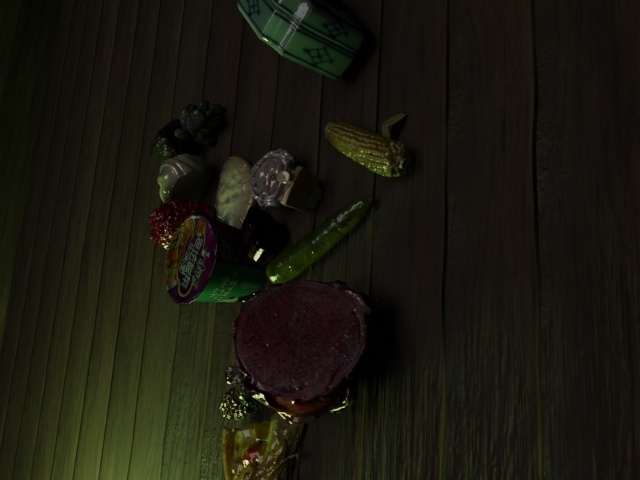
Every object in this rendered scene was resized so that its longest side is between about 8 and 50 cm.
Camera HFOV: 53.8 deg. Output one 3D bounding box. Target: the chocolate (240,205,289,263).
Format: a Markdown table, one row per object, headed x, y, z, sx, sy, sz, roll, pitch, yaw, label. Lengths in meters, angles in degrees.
| x | y | z | sx | sy | sz | roll | pitch | yaw | label |
| --- | --- | --- | --- | --- | --- | --- | --- | --- | --- |
| -0.151 | -0.007 | 1.636 | 0.080 | 0.125 | 0.148 | -45 | 58 | 34 | chocolate |

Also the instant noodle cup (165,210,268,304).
| x | y | z | sx | sy | sz | roll | pitch | yaw | label |
| --- | --- | --- | --- | --- | --- | --- | --- | --- | --- |
| -0.273 | 0.062 | 1.699 | 0.251 | 0.190 | 0.251 | -17 | 66 | 44 | instant noodle cup |

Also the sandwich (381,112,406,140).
| x | y | z | sx | sy | sz | roll | pitch | yaw | label |
| --- | --- | --- | --- | --- | --- | --- | --- | --- | --- |
| 0.160 | -0.257 | 1.437 | 0.031 | 0.044 | 0.083 | 36 | 108 | 42 | sandwich |

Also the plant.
| x | y | z | sx | sy | sz | roll | pitch | yaw | label |
| --- | --- | --- | --- | --- | --- | --- | --- | --- | --- |
| -0.423 | -0.335 | 2.011 | 0.275 | 0.149 | 0.146 | -36 | 17 | 30 | plant |

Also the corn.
| x | y | z | sx | sy | sz | roll | pitch | yaw | label |
| --- | --- | --- | --- | --- | --- | --- | --- | --- | --- |
| 0.106 | -0.215 | 1.455 | 0.288 | 0.087 | 0.086 | 37 | 106 | 49 | corn |

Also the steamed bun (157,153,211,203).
| x | y | z | sx | sy | sz | roll | pitch | yaw | label |
| --- | --- | --- | --- | --- | --- | --- | --- | --- | --- |
| -0.430 | -0.196 | 1.959 | 0.183 | 0.183 | 0.106 | -49 | 68 | 26 | steamed bun |

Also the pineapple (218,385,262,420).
| x | y | z | sx | sy | sz | roll | pitch | yaw | label |
| --- | --- | --- | --- | --- | --- | --- | --- | --- | --- |
| -0.176 | 0.392 | 1.576 | 0.221 | 0.103 | 0.083 | -32 | 78 | 41 | pineapple |

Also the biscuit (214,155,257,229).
| x | y | z | sx | sy | sz | roll | pitch | yaw | label |
| --- | --- | --- | --- | --- | --- | --- | --- | --- | --- |
| -0.250 | -0.133 | 1.847 | 0.188 | 0.040 | 0.265 | -34 | 56 | 33 | biscuit |

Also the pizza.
| x | y | z | sx | sy | sz | roll | pitch | yaw | label |
| --- | --- | --- | --- | --- | --- | --- | --- | --- | --- |
| -0.139 | 0.488 | 1.502 | 0.287 | 0.075 | 0.280 | -54 | 38 | 14 | pizza |

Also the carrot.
| x | y | z | sx | sy | sz | roll | pitch | yaw | label |
| --- | --- | --- | --- | --- | --- | --- | --- | --- | --- |
| 0.000 | 0.000 | 1.519 | 0.358 | 0.074 | 0.074 | -37 | 54 | 31 | carrot |

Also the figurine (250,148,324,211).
| x | y | z | sx | sy | sz | roll | pitch | yaw | label |
| --- | --- | --- | --- | --- | --- | --- | --- | --- | --- |
| -0.108 | -0.153 | 1.621 | 0.237 | 0.141 | 0.162 | 31 | 97 | 47 | figurine |

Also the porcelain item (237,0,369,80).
| x | y | z | sx | sy | sz | roll | pitch | yaw | label |
| --- | --- | --- | --- | --- | --- | --- | --- | --- | --- |
| -0.039 | -0.551 | 1.561 | 0.157 | 0.281 | 0.285 | -53 | 44 | 25 | porcelain item |

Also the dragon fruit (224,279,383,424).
| x | y | z | sx | sy | sz | roll | pitch | yaw | label |
| --- | --- | --- | --- | --- | --- | --- | --- | --- | --- |
| -0.022 | 0.260 | 1.346 | 0.263 | 0.314 | 0.296 | 86 | -177 | -54 | dragon fruit |

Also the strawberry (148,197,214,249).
| x | y | z | sx | sy | sz | roll | pitch | yaw | label |
| --- | --- | --- | --- | --- | --- | --- | --- | --- | --- |
| -0.412 | -0.044 | 1.908 | 0.202 | 0.186 | 0.184 | -25 | 42 | 3 | strawberry |
